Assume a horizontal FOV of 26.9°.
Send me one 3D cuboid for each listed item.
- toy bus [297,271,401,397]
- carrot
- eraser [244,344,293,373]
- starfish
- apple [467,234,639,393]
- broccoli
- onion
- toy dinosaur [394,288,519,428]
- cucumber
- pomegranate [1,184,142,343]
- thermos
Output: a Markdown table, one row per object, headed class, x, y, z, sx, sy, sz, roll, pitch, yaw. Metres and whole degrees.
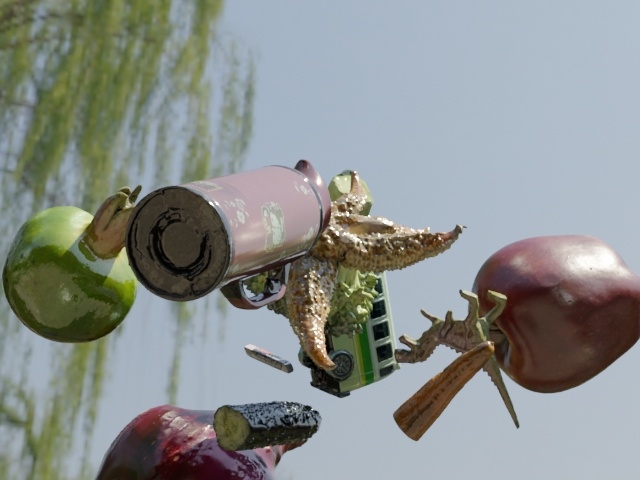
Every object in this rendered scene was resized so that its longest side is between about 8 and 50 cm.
| class | x | y | z | sx | sy | sz | roll | pitch | yaw |
| --- | --- | --- | --- | --- | --- | --- | --- | --- | --- |
| toy bus | 0.044 | 0.126 | 2.410 | 0.164 | 0.276 | 0.133 | -13 | 12 | -26 |
| carrot | 0.204 | 0.232 | 2.146 | 0.061 | 0.061 | 0.210 | 27 | -65 | -38 |
| eraser | -0.093 | 0.214 | 2.429 | 0.099 | 0.019 | 0.027 | 21 | 15 | 22 |
| starfish | 0.036 | 0.007 | 1.654 | 0.293 | 0.301 | 0.084 | -20 | -46 | -32 |
| apple | 0.434 | 0.132 | 2.479 | 0.316 | 0.288 | 0.288 | -18 | -23 | -19 |
| broccoli | 0.000 | 0.000 | 2.020 | 0.247 | 0.263 | 0.243 | -23 | -31 | -52 |
| onion | -0.190 | 0.436 | 2.503 | 0.398 | 0.420 | 0.398 | 33 | -29 | 21 |
| toy dinosaur | 0.268 | 0.186 | 2.345 | 0.251 | 0.200 | 0.072 | 22 | 13 | -3 |
| cucumber | -0.067 | 0.278 | 2.049 | 0.072 | 0.072 | 0.300 | -12 | -9 | 25 |
| pomegranate | -0.383 | 0.034 | 2.200 | 0.236 | 0.236 | 0.302 | 25 | -52 | -35 |
| thermos | -0.066 | -0.007 | 1.387 | 0.109 | 0.136 | 0.330 | -32 | -4 | 23 |
